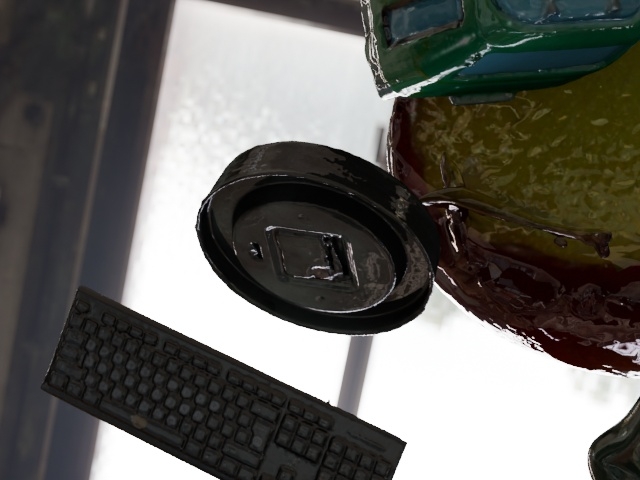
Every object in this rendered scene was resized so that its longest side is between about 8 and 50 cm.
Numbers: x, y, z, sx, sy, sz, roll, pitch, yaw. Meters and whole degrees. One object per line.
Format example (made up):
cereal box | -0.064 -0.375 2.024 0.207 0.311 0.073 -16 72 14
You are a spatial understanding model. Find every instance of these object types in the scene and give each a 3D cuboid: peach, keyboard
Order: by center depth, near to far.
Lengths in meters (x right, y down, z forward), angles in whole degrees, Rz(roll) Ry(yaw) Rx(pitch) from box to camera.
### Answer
keyboard | -0.053 0.089 0.907 0.198 0.063 0.010 24 -173 19
peach | 0.265 -0.048 1.485 0.406 0.335 0.310 4 157 18

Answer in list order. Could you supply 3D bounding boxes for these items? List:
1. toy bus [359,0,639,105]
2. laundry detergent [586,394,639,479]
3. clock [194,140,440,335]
toy bus | 0.124 -0.280 1.304 0.183 0.343 0.199 -8 178 -25
laundry detergent | 0.281 0.170 1.324 0.144 0.222 0.078 36 -149 -11
clock | 0.000 0.000 1.301 0.184 0.184 0.040 13 -127 10
